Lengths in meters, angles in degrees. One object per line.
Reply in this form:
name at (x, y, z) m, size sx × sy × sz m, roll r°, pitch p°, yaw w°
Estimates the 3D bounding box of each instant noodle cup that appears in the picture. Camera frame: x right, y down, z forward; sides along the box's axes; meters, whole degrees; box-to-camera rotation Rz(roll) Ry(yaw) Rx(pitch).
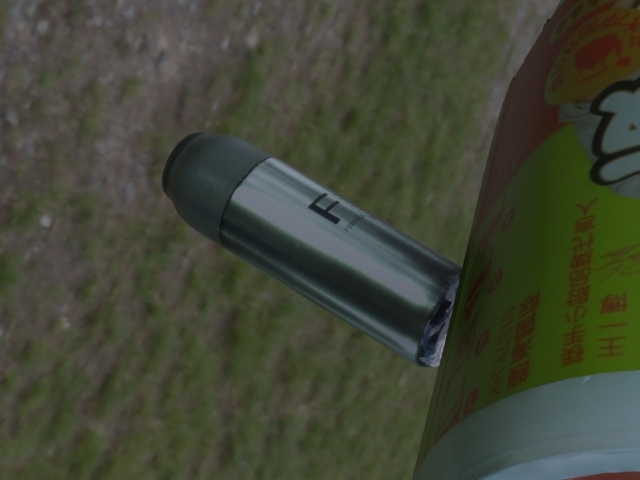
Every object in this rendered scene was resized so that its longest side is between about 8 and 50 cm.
instant noodle cup at (0.173, 0.044, 0.610) m, size 0.294 × 0.293 × 0.308 m, roll 95°, pitch 5°, yaw -49°

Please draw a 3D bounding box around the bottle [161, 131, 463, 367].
bottle at (0.000, 0.000, 1.005) m, size 0.096 × 0.253 × 0.079 m, roll -16°, pitch 132°, yaw -61°
